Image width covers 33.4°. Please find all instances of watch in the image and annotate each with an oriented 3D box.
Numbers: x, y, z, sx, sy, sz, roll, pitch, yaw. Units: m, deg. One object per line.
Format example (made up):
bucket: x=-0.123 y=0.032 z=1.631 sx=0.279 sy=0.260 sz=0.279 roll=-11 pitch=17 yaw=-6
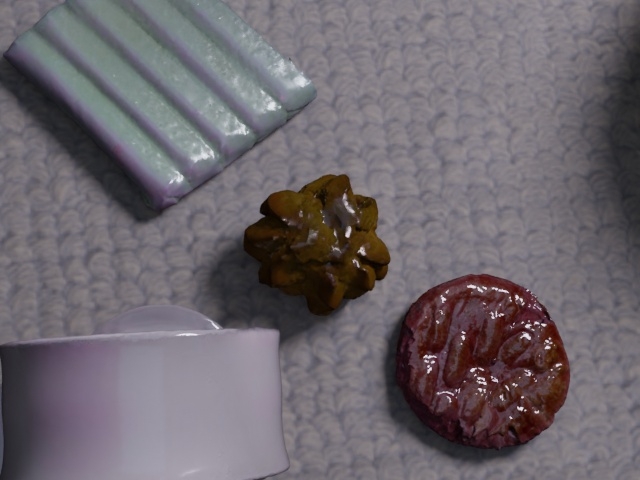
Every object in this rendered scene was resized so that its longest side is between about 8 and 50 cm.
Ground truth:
watch: x=-0.147 y=0.143 z=0.769 sx=0.244 sy=0.231 sz=0.196 roll=-3 pitch=85 yaw=-9

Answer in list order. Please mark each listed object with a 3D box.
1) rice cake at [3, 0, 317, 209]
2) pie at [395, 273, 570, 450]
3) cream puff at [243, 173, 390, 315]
rice cake: x=-0.136 y=-0.143 z=0.906 sx=0.189 sy=0.037 sz=0.198 roll=-39 pitch=88 yaw=-10
pie: x=0.138 y=0.101 z=0.900 sx=0.155 sy=0.036 sz=0.154 roll=1 pitch=83 yaw=-6
cream puff: x=0.000 y=0.000 z=0.872 sx=0.122 sy=0.094 sz=0.116 roll=17 pitch=78 yaw=1
